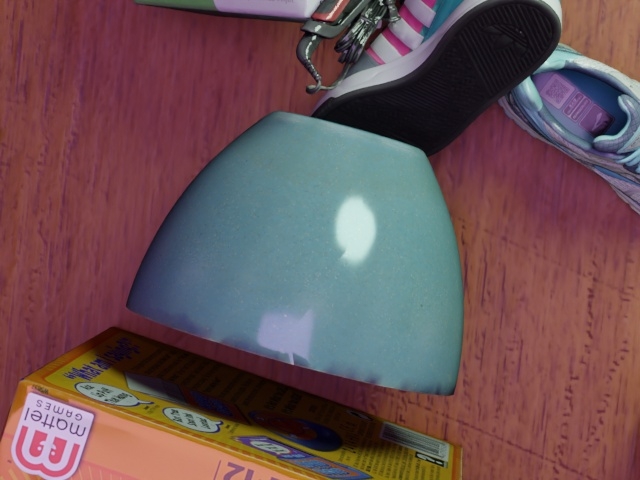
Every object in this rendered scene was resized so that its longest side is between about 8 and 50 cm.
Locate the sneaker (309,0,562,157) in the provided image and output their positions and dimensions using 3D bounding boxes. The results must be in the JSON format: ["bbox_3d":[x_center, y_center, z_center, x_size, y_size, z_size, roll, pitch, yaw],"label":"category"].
[{"bbox_3d":[0.101,-0.193,1.600,0.124,0.178,0.295,34,136,-25],"label":"sneaker"}]

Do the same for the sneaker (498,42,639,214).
[{"bbox_3d":[0.280,-0.082,1.588,0.283,0.122,0.110,27,95,2],"label":"sneaker"}]

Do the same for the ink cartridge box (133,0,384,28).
[{"bbox_3d":[-0.041,-0.331,1.560,0.201,0.117,0.278,10,96,37],"label":"ink cartridge box"}]

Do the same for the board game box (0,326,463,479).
[{"bbox_3d":[-0.102,0.312,1.529,0.356,0.356,0.356,19,95,3],"label":"board game box"}]

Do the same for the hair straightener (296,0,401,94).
[{"bbox_3d":[0.050,-0.202,1.500,0.047,0.089,0.230,11,59,37],"label":"hair straightener"}]

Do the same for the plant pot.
[{"bbox_3d":[0.000,0.000,1.539,0.290,0.290,0.195,16,91,3],"label":"plant pot"}]
